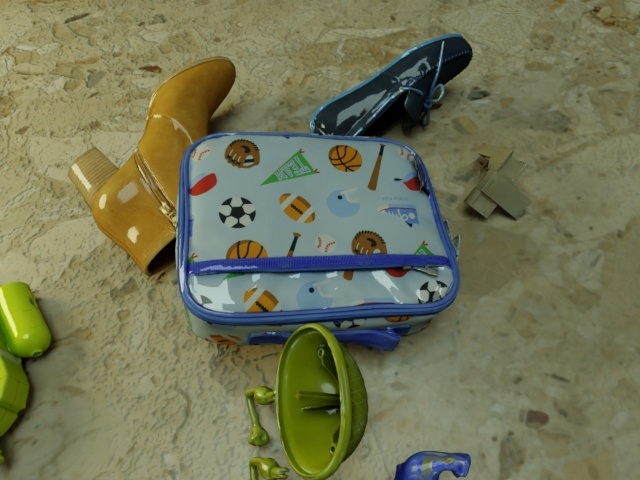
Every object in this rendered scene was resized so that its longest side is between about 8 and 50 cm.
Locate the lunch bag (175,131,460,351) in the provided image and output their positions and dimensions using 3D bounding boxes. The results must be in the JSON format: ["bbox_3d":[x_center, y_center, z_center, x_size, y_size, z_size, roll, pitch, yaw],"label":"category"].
[{"bbox_3d":[0.000,0.000,0.527,0.303,0.115,0.243,-1,59,-12],"label":"lunch bag"}]

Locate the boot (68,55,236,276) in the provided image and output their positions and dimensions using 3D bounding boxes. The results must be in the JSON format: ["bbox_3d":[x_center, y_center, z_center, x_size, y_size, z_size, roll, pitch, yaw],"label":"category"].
[{"bbox_3d":[-0.168,-0.103,0.645,0.211,0.104,0.295,41,74,18],"label":"boot"}]

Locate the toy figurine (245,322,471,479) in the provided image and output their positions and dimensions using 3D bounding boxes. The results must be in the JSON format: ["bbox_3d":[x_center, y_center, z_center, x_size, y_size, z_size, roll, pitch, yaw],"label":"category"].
[{"bbox_3d":[0.073,0.266,0.406,0.217,0.191,0.363,10,49,-25],"label":"toy figurine"}]

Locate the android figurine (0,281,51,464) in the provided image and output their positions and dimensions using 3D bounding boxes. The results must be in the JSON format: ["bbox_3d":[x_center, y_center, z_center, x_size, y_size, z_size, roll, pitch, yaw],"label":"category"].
[{"bbox_3d":[-0.427,0.149,0.525,0.248,0.056,0.273,-35,62,-16],"label":"android figurine"}]

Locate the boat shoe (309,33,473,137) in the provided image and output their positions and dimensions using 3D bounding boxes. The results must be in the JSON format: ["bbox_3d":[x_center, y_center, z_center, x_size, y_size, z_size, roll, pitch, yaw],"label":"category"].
[{"bbox_3d":[0.112,-0.190,0.683,0.258,0.109,0.089,-34,69,3],"label":"boat shoe"}]

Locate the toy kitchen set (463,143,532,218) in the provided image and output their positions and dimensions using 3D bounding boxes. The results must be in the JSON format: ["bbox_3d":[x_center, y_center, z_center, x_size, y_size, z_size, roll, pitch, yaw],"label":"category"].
[{"bbox_3d":[0.231,-0.071,0.635,0.068,0.075,0.083,33,100,-18],"label":"toy kitchen set"}]
